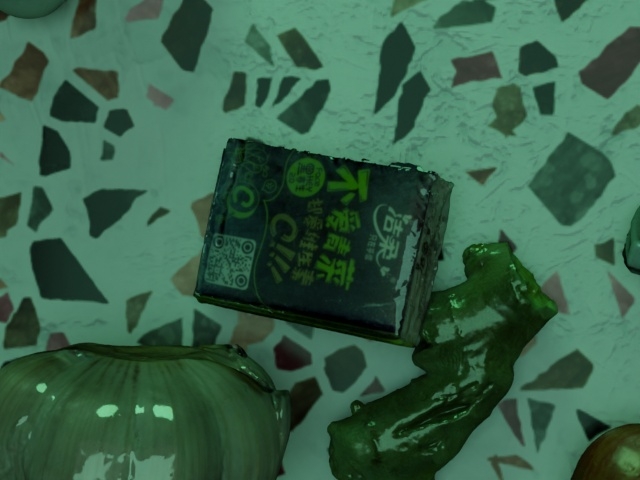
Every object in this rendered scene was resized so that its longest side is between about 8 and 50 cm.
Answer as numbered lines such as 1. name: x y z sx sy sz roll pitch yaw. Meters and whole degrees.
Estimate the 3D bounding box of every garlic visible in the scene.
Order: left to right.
1. garlic: -0.187 0.199 1.813 0.322 0.322 0.241 -11 72 6

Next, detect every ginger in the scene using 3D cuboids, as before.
1. ginger: 0.117 0.130 1.886 0.137 0.089 0.290 28 98 -13

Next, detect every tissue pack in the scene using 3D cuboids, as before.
1. tissue pack: 0.000 0.000 1.873 0.235 0.073 0.173 10 86 23

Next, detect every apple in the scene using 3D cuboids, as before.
1. apple: 0.306 0.252 1.834 0.146 0.146 0.146 0 90 6

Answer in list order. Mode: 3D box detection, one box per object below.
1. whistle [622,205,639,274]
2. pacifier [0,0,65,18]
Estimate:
1. whistle: 0.449 -0.015 1.811 0.289 0.163 0.163 16 92 5
2. pacifier: -0.273 -0.337 1.865 0.343 0.288 0.269 23 119 10
